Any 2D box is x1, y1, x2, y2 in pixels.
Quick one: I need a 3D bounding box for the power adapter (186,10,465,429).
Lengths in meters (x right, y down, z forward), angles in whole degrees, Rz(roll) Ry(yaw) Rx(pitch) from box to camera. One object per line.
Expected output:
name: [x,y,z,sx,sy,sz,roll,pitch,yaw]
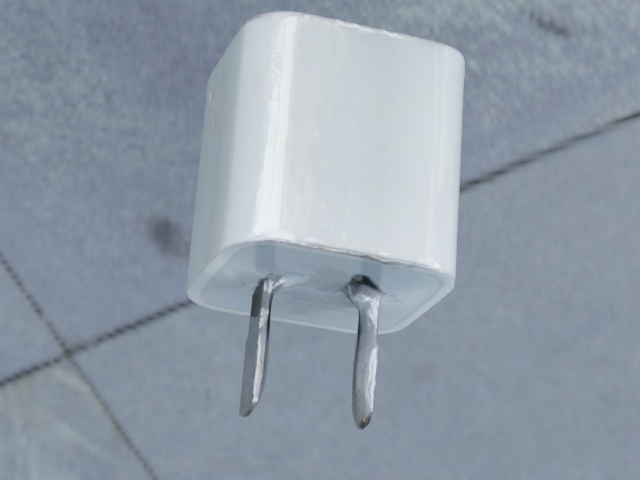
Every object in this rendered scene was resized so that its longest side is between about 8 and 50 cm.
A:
power adapter: [0.000,0.000,0.972,0.130,0.204,0.125,12,158,-16]
